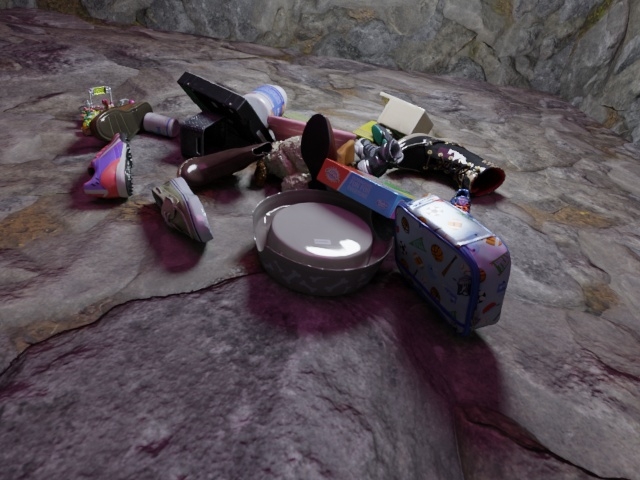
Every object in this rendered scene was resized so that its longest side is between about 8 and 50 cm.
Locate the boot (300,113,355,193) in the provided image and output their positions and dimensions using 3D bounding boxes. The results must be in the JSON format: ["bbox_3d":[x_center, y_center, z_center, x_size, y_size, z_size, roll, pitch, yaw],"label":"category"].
[{"bbox_3d":[0.055,-0.270,1.295,0.096,0.264,0.280,1,24,29],"label":"boot"}]

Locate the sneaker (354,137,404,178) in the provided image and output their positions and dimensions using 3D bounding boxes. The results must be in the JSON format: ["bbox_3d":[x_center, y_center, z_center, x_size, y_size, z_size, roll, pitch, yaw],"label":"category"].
[{"bbox_3d":[0.209,-0.307,1.491,0.153,0.101,0.269,-28,33,21],"label":"sneaker"}]

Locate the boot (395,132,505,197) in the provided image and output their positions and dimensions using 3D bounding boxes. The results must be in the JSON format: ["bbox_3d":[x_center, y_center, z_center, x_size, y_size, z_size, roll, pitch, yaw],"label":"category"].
[{"bbox_3d":[0.462,-0.273,1.541,0.377,0.138,0.284,-5,36,-32],"label":"boot"}]

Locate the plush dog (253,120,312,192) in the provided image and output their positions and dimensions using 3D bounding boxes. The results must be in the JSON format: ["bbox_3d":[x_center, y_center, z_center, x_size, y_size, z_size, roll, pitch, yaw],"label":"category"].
[{"bbox_3d":[-0.101,-0.262,1.351,0.225,0.211,0.262,1,28,30],"label":"plush dog"}]

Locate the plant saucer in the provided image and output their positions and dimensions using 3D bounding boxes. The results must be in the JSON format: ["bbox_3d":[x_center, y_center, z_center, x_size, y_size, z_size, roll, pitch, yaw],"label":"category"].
[{"bbox_3d":[-0.036,-0.386,1.550,0.332,0.084,0.332,12,16,-3],"label":"plant saucer"}]

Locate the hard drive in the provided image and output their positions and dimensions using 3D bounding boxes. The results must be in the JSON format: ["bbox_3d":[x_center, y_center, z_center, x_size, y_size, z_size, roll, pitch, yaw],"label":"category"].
[{"bbox_3d":[-0.344,-0.475,1.546,0.339,0.237,0.064,31,79,29],"label":"hard drive"}]

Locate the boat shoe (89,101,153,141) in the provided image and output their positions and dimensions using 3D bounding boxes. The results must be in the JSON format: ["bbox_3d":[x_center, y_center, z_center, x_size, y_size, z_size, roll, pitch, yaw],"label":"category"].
[{"bbox_3d":[-0.704,-0.406,1.464,0.104,0.111,0.307,-1,25,13],"label":"boat shoe"}]

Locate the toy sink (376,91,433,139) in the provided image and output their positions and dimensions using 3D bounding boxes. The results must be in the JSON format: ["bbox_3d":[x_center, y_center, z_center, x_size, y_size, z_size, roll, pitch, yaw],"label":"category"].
[{"bbox_3d":[0.339,-0.513,1.813,0.234,0.131,0.152,35,8,28],"label":"toy sink"}]

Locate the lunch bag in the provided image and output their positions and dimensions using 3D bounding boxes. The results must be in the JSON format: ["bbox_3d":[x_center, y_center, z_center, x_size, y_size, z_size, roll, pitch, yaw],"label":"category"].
[{"bbox_3d":[0.273,0.055,0.925,0.114,0.243,0.303,-17,39,-15],"label":"lunch bag"}]

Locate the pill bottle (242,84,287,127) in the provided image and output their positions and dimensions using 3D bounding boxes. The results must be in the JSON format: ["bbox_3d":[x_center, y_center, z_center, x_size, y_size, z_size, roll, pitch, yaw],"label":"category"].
[{"bbox_3d":[-0.232,-0.558,1.753,0.152,0.152,0.272,16,35,9],"label":"pill bottle"}]

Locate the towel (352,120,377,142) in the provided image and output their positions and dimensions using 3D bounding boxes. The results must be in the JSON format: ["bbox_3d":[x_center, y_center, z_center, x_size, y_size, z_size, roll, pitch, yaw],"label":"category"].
[{"bbox_3d":[0.230,-0.488,1.892,0.102,0.021,0.237,27,36,15],"label":"towel"}]

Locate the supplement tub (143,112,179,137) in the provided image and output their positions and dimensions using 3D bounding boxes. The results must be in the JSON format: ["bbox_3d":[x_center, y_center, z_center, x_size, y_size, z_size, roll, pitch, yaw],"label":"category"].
[{"bbox_3d":[-0.576,-0.419,1.532,0.107,0.071,0.071,14,34,7],"label":"supplement tub"}]

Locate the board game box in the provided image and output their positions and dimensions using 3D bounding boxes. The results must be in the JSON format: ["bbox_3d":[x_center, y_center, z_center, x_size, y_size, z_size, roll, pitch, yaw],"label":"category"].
[{"bbox_3d":[0.172,-0.131,1.205,0.242,0.064,0.316,32,15,29],"label":"board game box"}]

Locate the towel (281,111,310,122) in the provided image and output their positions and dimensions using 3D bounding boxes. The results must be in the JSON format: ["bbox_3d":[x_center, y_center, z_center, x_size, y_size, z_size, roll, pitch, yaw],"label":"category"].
[{"bbox_3d":[-0.097,-0.529,1.857,0.148,0.027,0.110,29,37,27],"label":"towel"}]

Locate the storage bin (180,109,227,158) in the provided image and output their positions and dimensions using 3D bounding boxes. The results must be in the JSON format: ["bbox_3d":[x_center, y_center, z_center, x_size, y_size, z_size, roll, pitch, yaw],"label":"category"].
[{"bbox_3d":[-0.397,-0.360,1.447,0.084,0.122,0.180,15,34,7],"label":"storage bin"}]

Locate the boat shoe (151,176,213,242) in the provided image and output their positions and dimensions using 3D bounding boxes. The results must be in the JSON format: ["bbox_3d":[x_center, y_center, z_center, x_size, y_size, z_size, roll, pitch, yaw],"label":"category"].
[{"bbox_3d":[-0.354,-0.070,1.075,0.094,0.109,0.302,-25,36,-19],"label":"boat shoe"}]

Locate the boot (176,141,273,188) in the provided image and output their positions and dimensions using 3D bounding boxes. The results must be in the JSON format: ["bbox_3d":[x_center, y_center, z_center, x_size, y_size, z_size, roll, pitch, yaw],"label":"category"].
[{"bbox_3d":[-0.280,-0.236,1.249,0.206,0.090,0.248,-15,13,32],"label":"boot"}]

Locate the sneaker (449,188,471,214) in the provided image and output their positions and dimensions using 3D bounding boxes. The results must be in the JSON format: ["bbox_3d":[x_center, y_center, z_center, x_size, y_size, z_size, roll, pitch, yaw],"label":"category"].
[{"bbox_3d":[0.425,-0.093,1.304,0.083,0.087,0.221,14,34,6],"label":"sneaker"}]

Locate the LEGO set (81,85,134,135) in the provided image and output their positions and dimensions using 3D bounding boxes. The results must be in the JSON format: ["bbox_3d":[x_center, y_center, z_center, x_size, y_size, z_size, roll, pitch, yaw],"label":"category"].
[{"bbox_3d":[-0.805,-0.483,1.532,0.132,0.107,0.287,13,34,5],"label":"LEGO set"}]

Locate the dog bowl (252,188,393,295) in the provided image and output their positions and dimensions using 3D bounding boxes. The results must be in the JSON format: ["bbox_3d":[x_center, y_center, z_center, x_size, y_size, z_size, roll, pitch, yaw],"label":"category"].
[{"bbox_3d":[0.000,0.000,1.046,0.348,0.102,0.349,6,34,-4],"label":"dog bowl"}]

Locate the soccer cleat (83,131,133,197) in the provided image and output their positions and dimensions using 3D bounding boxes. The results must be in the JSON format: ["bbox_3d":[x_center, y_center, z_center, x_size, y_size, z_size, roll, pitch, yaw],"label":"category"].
[{"bbox_3d":[-0.608,-0.225,1.217,0.116,0.109,0.318,-8,40,-18],"label":"soccer cleat"}]

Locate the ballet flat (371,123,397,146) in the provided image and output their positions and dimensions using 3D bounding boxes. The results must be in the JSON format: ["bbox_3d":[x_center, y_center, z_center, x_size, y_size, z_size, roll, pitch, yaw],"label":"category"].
[{"bbox_3d":[0.275,-0.415,1.750,0.074,0.074,0.203,-4,45,-20],"label":"ballet flat"}]
